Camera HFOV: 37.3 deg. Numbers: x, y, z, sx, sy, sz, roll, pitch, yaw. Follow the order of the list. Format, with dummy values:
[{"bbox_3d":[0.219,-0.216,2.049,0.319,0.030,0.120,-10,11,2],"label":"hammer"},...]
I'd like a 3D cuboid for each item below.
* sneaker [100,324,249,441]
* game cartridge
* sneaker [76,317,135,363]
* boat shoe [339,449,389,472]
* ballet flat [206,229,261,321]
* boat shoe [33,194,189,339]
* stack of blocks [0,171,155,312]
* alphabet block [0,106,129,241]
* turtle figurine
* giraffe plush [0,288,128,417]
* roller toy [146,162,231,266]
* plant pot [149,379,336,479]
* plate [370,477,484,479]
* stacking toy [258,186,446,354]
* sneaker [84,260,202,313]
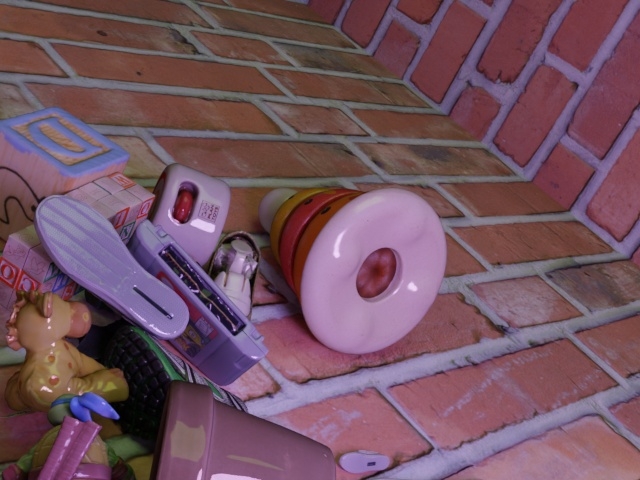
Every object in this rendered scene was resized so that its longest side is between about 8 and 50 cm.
[{"bbox_3d":[-0.209,0.264,1.470,0.343,0.134,0.146,44,19,17],"label":"sneaker"},{"bbox_3d":[-0.225,0.114,1.592,0.294,0.196,0.060,47,60,1],"label":"game cartridge"},{"bbox_3d":[-0.360,0.160,1.568,0.089,0.051,0.170,26,29,-15],"label":"sneaker"},{"bbox_3d":[0.069,0.375,1.622,0.100,0.035,0.035,5,7,-32],"label":"boat shoe"},{"bbox_3d":[-0.173,0.086,1.812,0.123,0.123,0.348,23,27,-11],"label":"ballet flat"},{"bbox_3d":[-0.342,0.055,1.513,0.302,0.094,0.109,46,59,-8],"label":"boat shoe"},{"bbox_3d":[-0.426,0.004,1.652,0.087,0.171,0.297,33,27,10],"label":"stack of blocks"},{"bbox_3d":[-0.502,-0.107,1.750,0.192,0.197,0.193,33,26,12],"label":"alphabet block"},{"bbox_3d":[-0.330,0.349,1.198,0.198,0.274,0.266,33,36,-48],"label":"turtle figurine"},{"bbox_3d":[-0.384,0.152,1.345,0.181,0.170,0.210,-6,-3,25],"label":"giraffe plush"},{"bbox_3d":[-0.263,-0.043,1.870,0.146,0.191,0.209,21,27,-17],"label":"roller toy"},{"bbox_3d":[-0.108,0.328,1.233,0.229,0.263,0.263,12,29,-10],"label":"plant pot"},{"bbox_3d":[0.247,0.491,1.564,0.278,0.045,0.277,10,31,-33],"label":"plate"},{"bbox_3d":[0.000,0.000,2.019,0.350,0.351,0.480,6,16,-38],"label":"stacking toy"},{"bbox_3d":[-0.324,0.087,1.720,0.221,0.083,0.087,-8,0,-35],"label":"sneaker"}]
